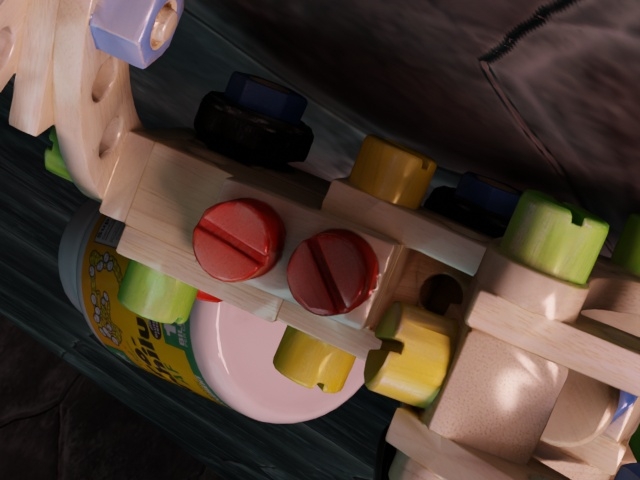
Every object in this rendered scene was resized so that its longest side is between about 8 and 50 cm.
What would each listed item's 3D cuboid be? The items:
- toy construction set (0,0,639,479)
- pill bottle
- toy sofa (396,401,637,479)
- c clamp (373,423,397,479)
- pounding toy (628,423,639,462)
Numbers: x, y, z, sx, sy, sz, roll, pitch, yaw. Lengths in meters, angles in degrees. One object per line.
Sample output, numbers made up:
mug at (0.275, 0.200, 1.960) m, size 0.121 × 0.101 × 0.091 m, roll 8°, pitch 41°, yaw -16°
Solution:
toy construction set at (0.000, 0.000, 0.550) m, size 0.328 × 0.151 × 0.215 m, roll 38°, pitch -167°, yaw 8°
pill bottle at (-0.064, 0.023, 0.872) m, size 0.117 × 0.117 × 0.208 m, roll 40°, pitch 166°, yaw -32°
toy sofa at (0.119, 0.170, 1.009) m, size 0.150 × 0.177 × 0.362 m, roll 6°, pitch 165°, yaw 3°
c clamp at (0.055, 0.208, 1.234) m, size 0.022 × 0.137 × 0.161 m, roll 1°, pitch -177°, yaw 17°
pounding toy at (0.185, 0.113, 0.631) m, size 0.183 × 0.110 × 0.237 m, roll 32°, pitch 168°, yaw 0°
